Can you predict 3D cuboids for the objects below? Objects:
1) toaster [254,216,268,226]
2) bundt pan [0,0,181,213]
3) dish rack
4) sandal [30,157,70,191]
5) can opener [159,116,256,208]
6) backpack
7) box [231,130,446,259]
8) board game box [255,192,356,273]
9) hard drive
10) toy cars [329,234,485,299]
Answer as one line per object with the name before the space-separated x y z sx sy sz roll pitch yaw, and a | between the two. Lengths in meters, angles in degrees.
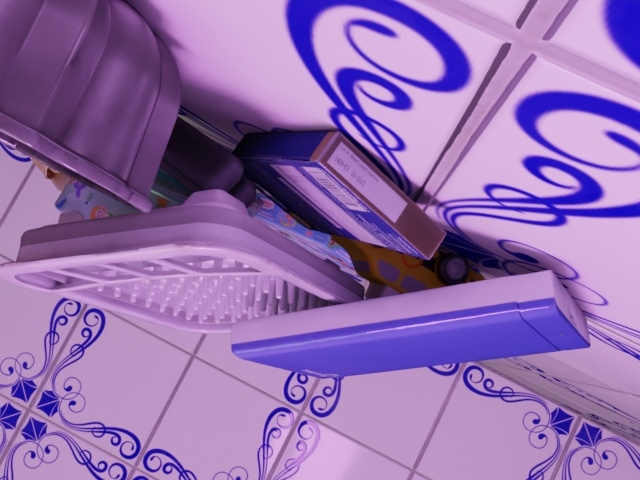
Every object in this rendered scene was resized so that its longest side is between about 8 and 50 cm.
toaster | -0.206 -0.014 1.322 0.129 0.146 0.227 33 171 -39
bundt pan | -0.242 -0.147 0.472 0.331 0.124 0.331 27 173 4
dish rack | -0.119 0.035 0.691 0.286 0.072 0.333 -7 159 26
sandal | -0.559 -0.165 1.356 0.079 0.088 0.240 22 -175 -39
can opener | -0.184 -0.101 0.691 0.280 0.093 0.074 31 163 29
backpack | -0.213 -0.041 0.898 0.225 0.191 0.253 29 -175 22
box | -0.001 -0.048 0.619 0.136 0.036 0.225 39 168 -27
board game box | 0.000 0.000 1.070 0.160 0.039 0.211 23 172 33
hard drive | 0.098 0.099 0.693 0.319 0.040 0.210 -12 157 26
toy cars | 0.135 0.069 0.844 0.177 0.087 0.394 23 173 37
